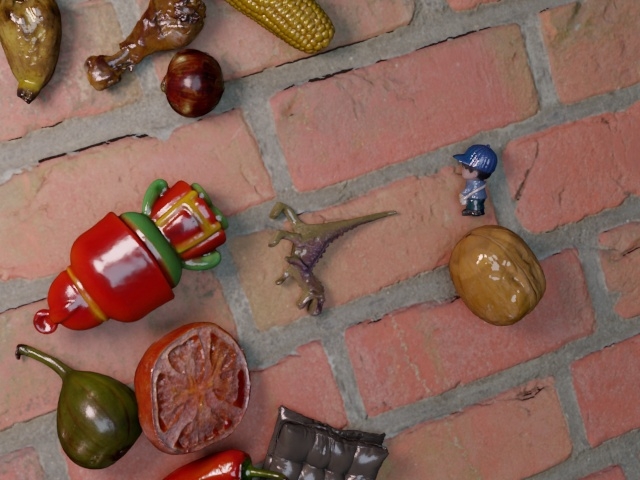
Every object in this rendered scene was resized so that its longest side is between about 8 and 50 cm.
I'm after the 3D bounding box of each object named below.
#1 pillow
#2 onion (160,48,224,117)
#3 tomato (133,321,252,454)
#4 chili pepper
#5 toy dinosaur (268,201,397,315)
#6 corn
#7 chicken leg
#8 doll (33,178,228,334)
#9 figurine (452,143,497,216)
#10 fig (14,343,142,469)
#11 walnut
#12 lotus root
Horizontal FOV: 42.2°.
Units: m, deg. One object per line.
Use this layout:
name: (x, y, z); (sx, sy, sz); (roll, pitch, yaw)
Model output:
pillow: (-0.025, 0.494, 1.560); (0.228, 0.101, 0.326); (19, 93, -16)
onion: (-0.220, -0.270, 1.427); (0.118, 0.118, 0.117); (-12, 103, -12)
tomato: (-0.235, 0.260, 1.456); (0.236, 0.095, 0.237); (5, 83, -47)
chili pepper: (-0.232, 0.478, 1.503); (0.368, 0.092, 0.137); (-37, 80, 11)
toy dinosaur: (-0.003, 0.000, 1.538); (0.199, 0.072, 0.251); (35, 75, -24)
corn: (-0.106, -0.435, 1.435); (0.305, 0.106, 0.106); (35, 88, -15)
chicken leg: (-0.296, -0.348, 1.416); (0.251, 0.087, 0.107); (-39, 68, 0)
doll: (-0.327, 0.043, 1.406); (0.363, 0.160, 0.183); (-36, 104, -7)
figurine: (0.301, -0.115, 1.582); (0.077, 0.079, 0.136); (-13, 96, -53)
fig: (-0.417, 0.269, 1.451); (0.151, 0.151, 0.259); (-38, 76, -7)
walnut: (0.331, 0.064, 1.567); (0.165, 0.165, 0.197); (-46, 104, -5)
lotus root: (-0.481, -0.324, 1.370); (0.108, 0.094, 0.191); (2, 105, 10)
